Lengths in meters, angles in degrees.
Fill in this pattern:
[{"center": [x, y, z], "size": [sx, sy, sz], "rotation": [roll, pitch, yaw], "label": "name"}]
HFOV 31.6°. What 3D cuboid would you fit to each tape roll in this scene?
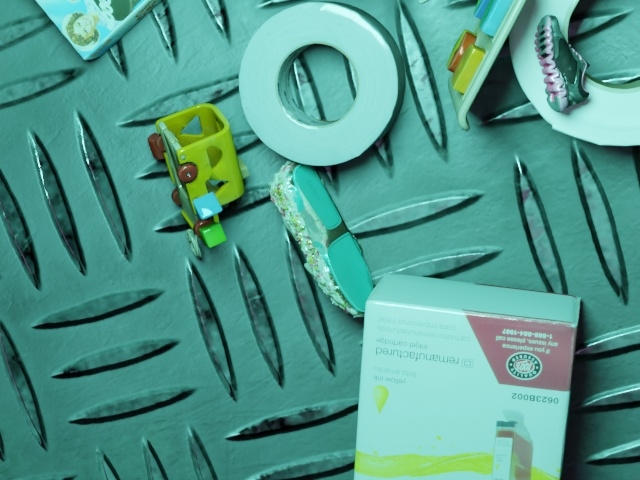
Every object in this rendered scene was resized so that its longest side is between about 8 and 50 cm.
[{"center": [0.002, -0.213, 1.534], "size": [0.219, 0.072, 0.219], "rotation": [3, 103, 13], "label": "tape roll"}, {"center": [0.381, -0.262, 1.425], "size": [0.286, 0.100, 0.286], "rotation": [3, 103, 11], "label": "tape roll"}]

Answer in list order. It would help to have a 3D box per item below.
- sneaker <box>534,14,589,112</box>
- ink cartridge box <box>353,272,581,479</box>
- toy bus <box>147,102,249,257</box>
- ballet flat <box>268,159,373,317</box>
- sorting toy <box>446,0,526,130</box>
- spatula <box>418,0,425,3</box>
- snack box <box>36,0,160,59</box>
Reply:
[{"center": [0.299, -0.219, 1.383], "size": [0.057, 0.047, 0.119], "rotation": [-15, 100, -7], "label": "sneaker"}, {"center": [0.196, 0.261, 1.547], "size": [0.279, 0.160, 0.385], "rotation": [6, 103, 11], "label": "ink cartridge box"}, {"center": [-0.155, -0.089, 1.576], "size": [0.104, 0.202, 0.191], "rotation": [-24, 89, -14], "label": "toy bus"}, {"center": [0.000, 0.000, 1.588], "size": [0.077, 0.091, 0.241], "rotation": [-22, 93, 47], "label": "ballet flat"}, {"center": [0.202, -0.257, 1.411], "size": [0.038, 0.193, 0.208], "rotation": [20, 110, -5], "label": "sorting toy"}, {"center": [0.160, -0.455, 1.477], "size": [0.168, 0.019, 0.242], "rotation": [-21, 96, 21], "label": "spatula"}, {"center": [-0.356, -0.435, 1.572], "size": [0.187, 0.060, 0.322], "rotation": [-39, 92, 18], "label": "snack box"}]
